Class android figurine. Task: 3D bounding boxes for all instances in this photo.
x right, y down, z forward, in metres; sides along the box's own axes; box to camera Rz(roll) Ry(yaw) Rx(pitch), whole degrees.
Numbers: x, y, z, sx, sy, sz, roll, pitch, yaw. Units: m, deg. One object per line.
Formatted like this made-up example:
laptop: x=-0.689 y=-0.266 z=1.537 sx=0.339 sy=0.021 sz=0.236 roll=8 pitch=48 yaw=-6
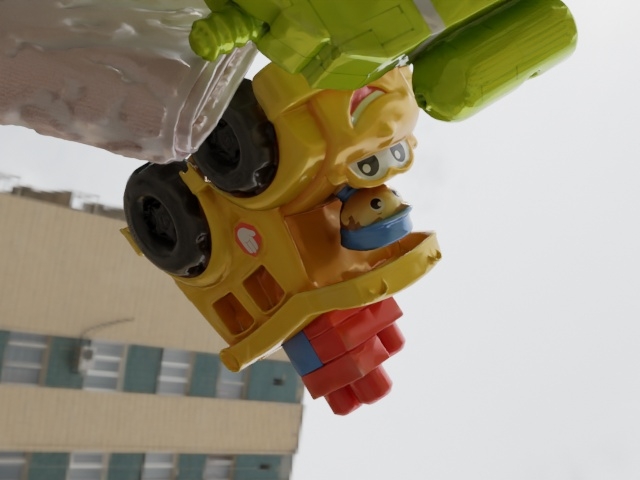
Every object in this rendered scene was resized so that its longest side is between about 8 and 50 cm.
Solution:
android figurine: x=0.032 y=-0.179 z=0.484 sx=0.248 sy=0.273 sz=0.056 roll=57 pitch=-25 yaw=-1

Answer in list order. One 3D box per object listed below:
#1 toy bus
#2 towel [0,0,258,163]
toy bus: x=0.000 y=0.000 z=0.607 sx=0.211 sy=0.149 sz=0.220 roll=58 pitch=-41 yaw=8
towel: x=-0.189 y=-0.160 z=0.558 sx=0.332 sy=0.317 sz=0.053 roll=13 pitch=-57 yaw=5
